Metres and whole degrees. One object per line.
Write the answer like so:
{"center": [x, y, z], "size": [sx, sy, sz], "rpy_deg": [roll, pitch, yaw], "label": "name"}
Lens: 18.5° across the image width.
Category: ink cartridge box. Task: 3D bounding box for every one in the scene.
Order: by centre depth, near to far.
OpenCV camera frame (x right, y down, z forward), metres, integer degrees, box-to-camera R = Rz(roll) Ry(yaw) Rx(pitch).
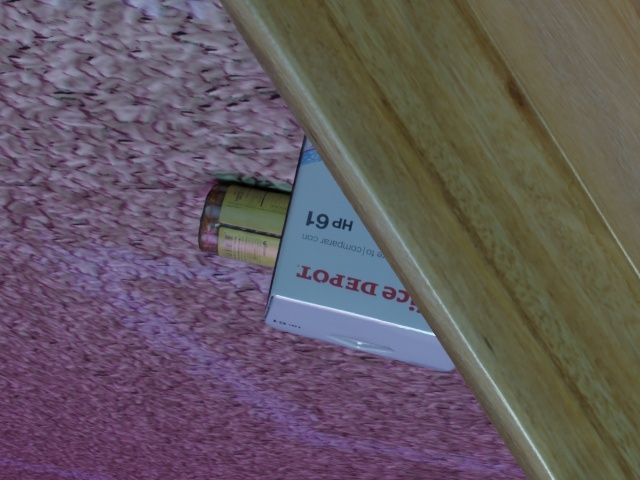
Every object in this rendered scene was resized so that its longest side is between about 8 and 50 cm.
{"center": [0.032, -0.016, 0.815], "size": [0.089, 0.122, 0.052], "rpy_deg": [13, 165, -2], "label": "ink cartridge box"}

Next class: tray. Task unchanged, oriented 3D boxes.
{"center": [0.097, -0.012, 0.433], "size": [0.411, 0.076, 0.203], "rpy_deg": [56, 153, -8], "label": "tray"}

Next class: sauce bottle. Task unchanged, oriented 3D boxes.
{"center": [0.000, 0.000, 1.052], "size": [0.128, 0.042, 0.042], "rpy_deg": [13, 165, 7], "label": "sauce bottle"}
